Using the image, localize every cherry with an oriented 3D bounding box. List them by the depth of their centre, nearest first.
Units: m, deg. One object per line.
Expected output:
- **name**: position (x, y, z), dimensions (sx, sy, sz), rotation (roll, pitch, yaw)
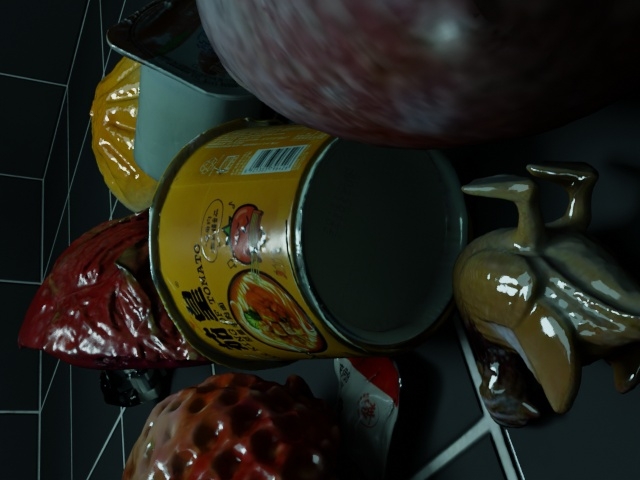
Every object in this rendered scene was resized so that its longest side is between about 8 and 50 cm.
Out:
- **cherry**: position (0.064, -0.212, 0.409), dimensions (0.335, 0.292, 0.326), rotation (-177, 89, -67)

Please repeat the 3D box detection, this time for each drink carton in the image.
- **drink carton**: position (-0.142, -0.165, 0.938), dimensions (0.185, 0.191, 0.189), rotation (-55, -11, -50)

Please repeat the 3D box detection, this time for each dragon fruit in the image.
- **dragon fruit**: position (-0.199, 0.091, 1.063), dimensions (0.330, 0.240, 0.302), rotation (17, 71, 42)

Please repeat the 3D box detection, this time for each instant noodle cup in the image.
- **instant noodle cup**: position (0.000, 0.000, 0.600), dimensions (0.172, 0.216, 0.215), rotation (-3, 81, 53)

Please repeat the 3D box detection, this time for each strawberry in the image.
- **strawberry**: position (-0.099, 0.245, 0.620), dimensions (0.265, 0.149, 0.336), rotation (-57, 13, 23)

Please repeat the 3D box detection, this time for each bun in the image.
- **bun**: position (-0.289, -0.189, 1.262), dimensions (0.299, 0.165, 0.298), rotation (-26, 60, 58)

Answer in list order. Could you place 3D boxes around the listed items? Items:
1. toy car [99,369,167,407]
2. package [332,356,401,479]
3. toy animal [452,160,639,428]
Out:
- **toy car**: position (-0.340, 0.133, 1.307), dimensions (0.301, 0.118, 0.193), rotation (-124, 13, -60)
- **package**: position (0.024, 0.200, 0.686), dimensions (0.154, 0.030, 0.239), rotation (-149, 67, -64)
- **toy animal**: position (0.137, 0.050, 0.449), dimensions (0.188, 0.089, 0.179), rotation (-149, 52, -62)
